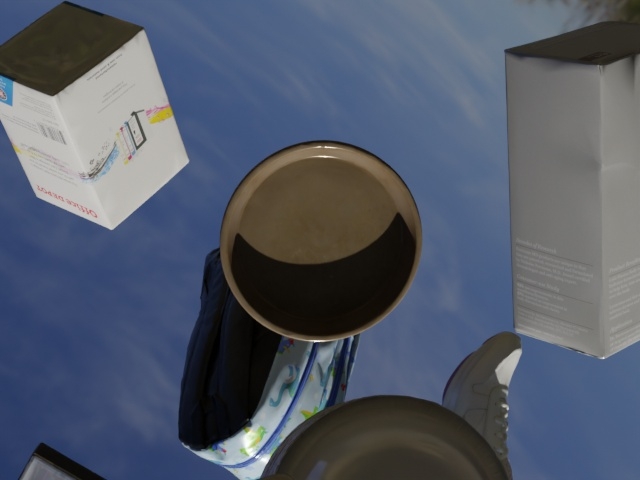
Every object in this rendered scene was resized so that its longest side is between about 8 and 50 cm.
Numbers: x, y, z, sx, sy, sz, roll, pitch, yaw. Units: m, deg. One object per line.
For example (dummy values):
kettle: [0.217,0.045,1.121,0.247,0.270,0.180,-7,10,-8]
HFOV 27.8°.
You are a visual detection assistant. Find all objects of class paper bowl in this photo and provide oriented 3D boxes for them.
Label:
paper bowl: [0.074,0.306,1.370,0.284,0.284,0.148,45,164,-1]

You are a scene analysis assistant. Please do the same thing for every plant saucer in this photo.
plant saucer: [0.000,0.000,1.765,0.278,0.278,0.041,41,-178,-12]

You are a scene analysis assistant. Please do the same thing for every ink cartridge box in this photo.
ink cartridge box: [-0.316,-0.169,1.753,0.171,0.168,0.233,23,144,35]

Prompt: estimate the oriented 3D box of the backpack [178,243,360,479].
backpack: [-0.079,0.181,1.937,0.273,0.290,0.356,49,-136,-27]

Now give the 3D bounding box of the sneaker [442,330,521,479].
sneaker: [0.225,0.277,1.800,0.152,0.305,0.114,26,-179,26]

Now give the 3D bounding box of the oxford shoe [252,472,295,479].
oxford shoe: [-0.038,0.366,1.086,0.140,0.146,0.397,34,143,42]

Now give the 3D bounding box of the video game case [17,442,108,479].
video game case: [-0.191,0.333,1.245,0.274,0.196,0.026,30,-153,-4]

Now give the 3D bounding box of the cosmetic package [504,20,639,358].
cosmetic package: [0.221,-0.043,1.009,0.127,0.238,0.107,-18,-159,-37]
